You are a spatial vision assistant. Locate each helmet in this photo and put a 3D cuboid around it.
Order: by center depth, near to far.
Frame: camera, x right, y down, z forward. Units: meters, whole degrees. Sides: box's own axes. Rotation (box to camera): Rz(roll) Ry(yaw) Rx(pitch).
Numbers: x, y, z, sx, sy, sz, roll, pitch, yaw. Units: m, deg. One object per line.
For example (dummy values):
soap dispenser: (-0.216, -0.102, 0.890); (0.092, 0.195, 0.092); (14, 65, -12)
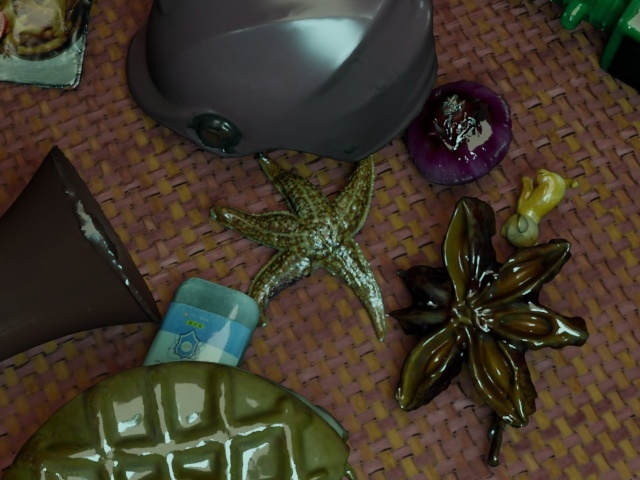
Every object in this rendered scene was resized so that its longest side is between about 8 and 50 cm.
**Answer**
helmet: (-0.044, -0.231, 1.227); (0.338, 0.197, 0.271); (14, 60, 8)

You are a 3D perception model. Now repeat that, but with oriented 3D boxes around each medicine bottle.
medicine bottle: (-0.133, 0.140, 1.158); (0.090, 0.054, 0.209); (17, 72, 16)

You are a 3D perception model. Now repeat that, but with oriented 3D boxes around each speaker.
speaker: (-0.350, 0.030, 1.134); (0.329, 0.198, 0.259); (-24, 84, -4)

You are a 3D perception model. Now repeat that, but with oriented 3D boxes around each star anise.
star anise: (0.154, 0.075, 1.173); (0.190, 0.126, 0.220); (35, 98, 11)

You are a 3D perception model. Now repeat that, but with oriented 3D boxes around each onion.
onion: (0.143, -0.114, 1.257); (0.115, 0.104, 0.115); (-6, 63, 12)

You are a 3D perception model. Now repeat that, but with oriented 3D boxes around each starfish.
starfish: (-0.001, -0.003, 1.228); (0.213, 0.057, 0.238); (-42, 75, -10)

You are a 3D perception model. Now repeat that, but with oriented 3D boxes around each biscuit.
biscuit: (-0.152, 0.267, 1.044); (0.268, 0.115, 0.366); (28, 78, 1)

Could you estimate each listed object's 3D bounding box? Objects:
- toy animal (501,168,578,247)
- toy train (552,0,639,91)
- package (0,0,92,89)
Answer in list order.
toy animal: (0.226, -0.025, 1.247); (0.081, 0.060, 0.083); (-3, 58, 33)
toy train: (0.349, -0.310, 1.321); (0.429, 0.178, 0.249); (33, 81, 10)
package: (-0.322, -0.280, 1.338); (0.154, 0.030, 0.239); (6, 68, 2)
